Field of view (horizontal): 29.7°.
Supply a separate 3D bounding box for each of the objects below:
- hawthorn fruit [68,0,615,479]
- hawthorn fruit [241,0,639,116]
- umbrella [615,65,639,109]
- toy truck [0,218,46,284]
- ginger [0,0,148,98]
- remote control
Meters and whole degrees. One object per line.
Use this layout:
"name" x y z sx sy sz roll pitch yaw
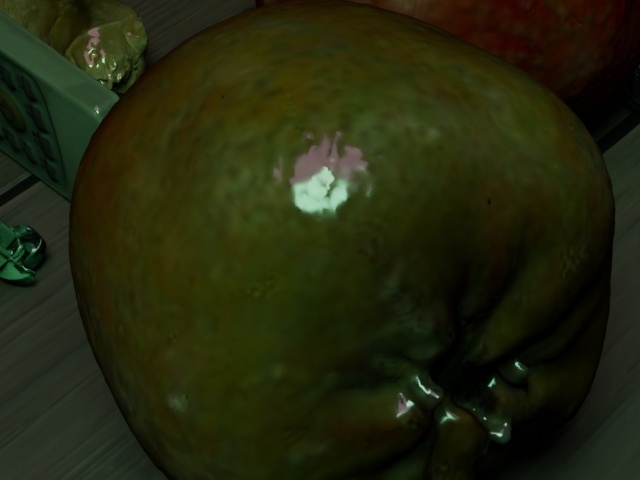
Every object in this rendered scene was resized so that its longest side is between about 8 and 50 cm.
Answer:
"hawthorn fruit" 0.000 0.000 0.637 0.268 0.268 0.301 -26 47 -17
"hawthorn fruit" 0.065 -0.182 0.801 0.307 0.265 0.265 -6 43 31
"umbrella" 0.243 -0.103 0.844 0.144 0.037 0.040 35 73 28
"toy truck" -0.256 -0.019 0.799 0.078 0.080 0.154 -48 57 -6
"ginger" -0.195 -0.163 0.924 0.095 0.069 0.190 -31 51 -27
"remote control" -0.221 -0.106 0.841 0.038 0.123 0.285 -37 56 -26
